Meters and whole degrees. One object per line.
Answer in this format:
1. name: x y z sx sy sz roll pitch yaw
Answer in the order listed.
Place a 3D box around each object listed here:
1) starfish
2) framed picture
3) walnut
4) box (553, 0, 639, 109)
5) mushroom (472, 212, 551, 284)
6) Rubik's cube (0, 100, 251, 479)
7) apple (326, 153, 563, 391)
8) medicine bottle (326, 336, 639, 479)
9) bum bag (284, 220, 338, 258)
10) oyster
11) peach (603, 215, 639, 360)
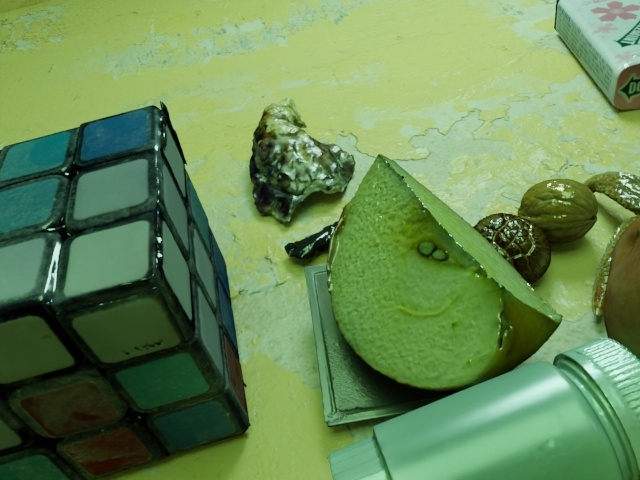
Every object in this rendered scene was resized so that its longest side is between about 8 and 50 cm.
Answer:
1. starfish: 0.521 -0.021 0.857 0.375 0.094 0.327 -27 47 -6
2. framed picture: 0.087 0.128 0.825 0.196 0.014 0.252 -9 53 -1
3. walnut: 0.370 -0.047 0.913 0.105 0.105 0.124 -42 31 -26
4. box: 0.644 -0.424 1.228 0.190 0.112 0.370 -8 42 6
5. mushroom: 0.286 0.013 0.886 0.126 0.085 0.109 11 49 22
6. Rubik's cube: -0.320 0.080 0.782 0.358 0.363 0.362 -16 45 -5
7. apple: 0.143 0.044 0.764 0.253 0.179 0.346 -15 44 -20
8. medicine bottle: 0.175 0.227 0.586 0.318 0.158 0.158 -20 44 -2
9. bum bag: 0.000 0.001 1.008 0.124 0.034 0.058 -25 35 -12
10. oyster: -0.053 -0.170 1.154 0.271 0.100 0.275 31 53 19
11. peach: 0.449 0.081 0.631 0.292 0.247 0.292 5 64 -10
